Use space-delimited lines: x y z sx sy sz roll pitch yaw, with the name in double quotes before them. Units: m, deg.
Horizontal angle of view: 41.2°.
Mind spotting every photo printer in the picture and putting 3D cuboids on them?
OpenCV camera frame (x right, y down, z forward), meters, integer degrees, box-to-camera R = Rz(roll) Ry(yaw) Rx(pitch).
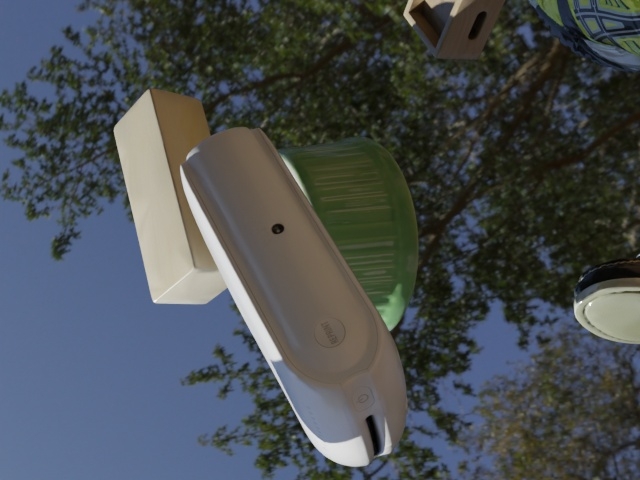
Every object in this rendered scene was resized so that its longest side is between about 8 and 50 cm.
"photo printer" -0.018 0.072 0.845 0.107 0.256 0.307 -27 -119 -8

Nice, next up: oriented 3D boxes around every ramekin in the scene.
"ramekin" 0.000 0.000 1.252 0.148 0.303 0.303 -5 -105 -27

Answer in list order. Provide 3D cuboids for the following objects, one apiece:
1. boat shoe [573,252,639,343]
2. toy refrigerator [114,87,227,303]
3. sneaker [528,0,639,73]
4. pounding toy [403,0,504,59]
"boat shoe" 0.401 0.041 0.920 0.340 0.127 0.113 5 -120 -22
"toy refrigerator" -0.186 -0.058 1.133 0.094 0.102 0.269 6 -123 -44
"sneaker" 0.305 -0.230 0.763 0.145 0.384 0.147 -37 -50 1
"pounding toy" 0.204 -0.330 1.158 0.100 0.141 0.130 -5 -132 -26
